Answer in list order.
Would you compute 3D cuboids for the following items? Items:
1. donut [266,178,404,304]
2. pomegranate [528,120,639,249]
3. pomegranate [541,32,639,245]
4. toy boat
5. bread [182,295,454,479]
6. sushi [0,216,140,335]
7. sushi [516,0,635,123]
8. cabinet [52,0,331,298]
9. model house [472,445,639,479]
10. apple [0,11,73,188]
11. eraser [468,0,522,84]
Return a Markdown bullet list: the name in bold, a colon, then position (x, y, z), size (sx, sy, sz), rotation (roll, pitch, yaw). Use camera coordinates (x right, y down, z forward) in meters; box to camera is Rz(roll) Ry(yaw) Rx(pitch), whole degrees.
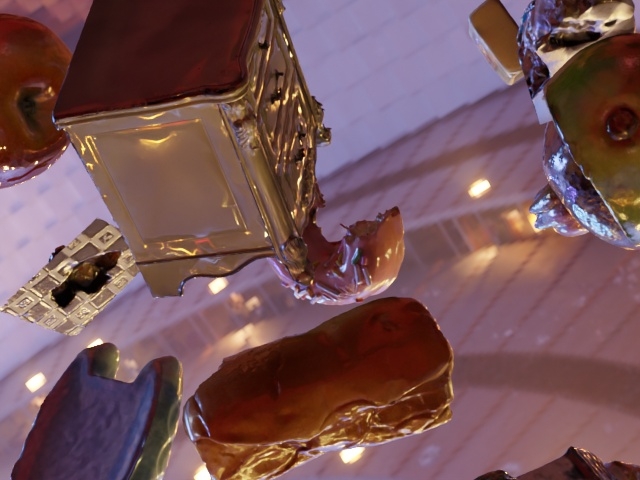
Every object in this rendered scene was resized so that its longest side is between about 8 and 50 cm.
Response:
- **donut**: position (0.000, 0.000, 1.767), size (0.085, 0.233, 0.199), rotation (-36, 150, -48)
- **pomegranate**: position (0.421, -0.102, 1.842), size (0.340, 0.285, 0.285), rotation (-42, -174, 49)
- **pomegranate**: position (0.326, -0.090, 1.196), size (0.159, 0.241, 0.190), rotation (-29, -149, 14)
- **toy boat**: position (-0.284, 0.299, 1.666), size (0.215, 0.123, 0.330), rotation (5, -113, 33)
- **bread**: position (-0.004, 0.189, 1.606), size (0.344, 0.149, 0.195), rotation (-19, -156, -4)
- **sushi**: position (-0.375, 0.048, 1.969), size (0.210, 0.192, 0.040), rotation (-43, -121, 8)
- **sushi**: position (0.275, -0.250, 1.394), size (0.134, 0.273, 0.109), rotation (-18, -118, 7)
- **cabinet**: position (-0.133, -0.138, 1.558), size (0.227, 0.318, 0.290), rotation (-8, -137, 15)
- **model house**: position (0.278, 0.331, 1.404), size (0.291, 0.253, 0.184), rotation (-25, -125, -28)
- **apple**: position (-0.449, -0.193, 1.783), size (0.253, 0.253, 0.253), rotation (-30, -162, 11)
- **eraser**: position (0.273, -0.299, 1.928), size (0.058, 0.117, 0.172), rotation (-35, 178, 7)
